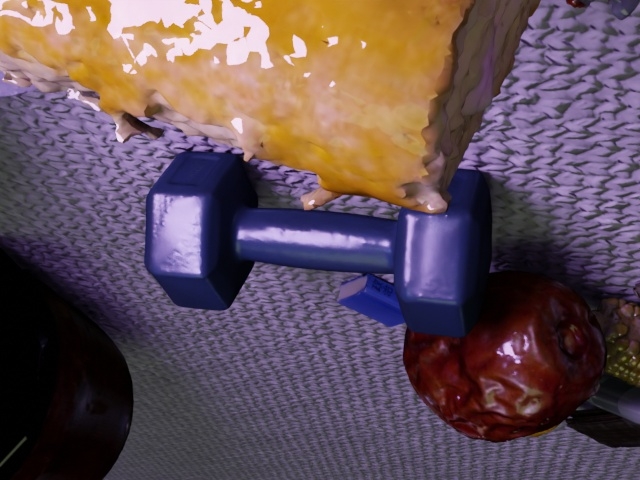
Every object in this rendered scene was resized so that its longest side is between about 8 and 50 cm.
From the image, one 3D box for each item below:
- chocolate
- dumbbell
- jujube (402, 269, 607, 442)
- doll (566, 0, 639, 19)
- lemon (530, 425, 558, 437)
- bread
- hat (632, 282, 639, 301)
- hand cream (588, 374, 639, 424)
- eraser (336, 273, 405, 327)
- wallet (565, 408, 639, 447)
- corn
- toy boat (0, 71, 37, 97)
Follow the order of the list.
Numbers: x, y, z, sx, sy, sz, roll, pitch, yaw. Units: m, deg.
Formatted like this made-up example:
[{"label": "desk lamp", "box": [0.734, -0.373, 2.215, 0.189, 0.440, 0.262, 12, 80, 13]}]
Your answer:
[{"label": "chocolate", "box": [-0.423, 0.222, 1.436, 0.384, 0.383, 0.331, -4, 162, 31]}, {"label": "dumbbell", "box": [0.000, 0.000, 0.984, 0.325, 0.144, 0.160, 6, 155, 16]}, {"label": "jujube", "box": [0.194, 0.123, 1.111, 0.183, 0.183, 0.243, 23, 154, -21]}, {"label": "doll", "box": [0.147, -0.188, 0.613, 0.180, 0.079, 0.094, 23, 124, -40]}, {"label": "lemon", "box": [0.248, 0.183, 1.282, 0.114, 0.114, 0.155, -11, 141, 41]}, {"label": "bread", "box": [-0.078, -0.158, 0.506, 0.375, 0.236, 0.165, 19, 143, 10]}, {"label": "hat", "box": [0.381, 0.066, 1.009, 0.147, 0.085, 0.175, 5, 155, 17]}, {"label": "hand cream", "box": [0.395, 0.202, 1.214, 0.079, 0.048, 0.255, 18, 180, -13]}, {"label": "eraser", "box": [0.071, 0.072, 1.232, 0.085, 0.027, 0.063, 27, 150, -25]}, {"label": "wallet", "box": [0.461, 0.246, 1.394, 0.230, 0.042, 0.124, -13, 148, 44]}, {"label": "corn", "box": [0.407, 0.139, 1.150, 0.288, 0.086, 0.086, 21, 153, -20]}, {"label": "toy boat", "box": [-0.316, -0.217, 0.751, 0.276, 0.111, 0.293, -5, 136, 36]}]
